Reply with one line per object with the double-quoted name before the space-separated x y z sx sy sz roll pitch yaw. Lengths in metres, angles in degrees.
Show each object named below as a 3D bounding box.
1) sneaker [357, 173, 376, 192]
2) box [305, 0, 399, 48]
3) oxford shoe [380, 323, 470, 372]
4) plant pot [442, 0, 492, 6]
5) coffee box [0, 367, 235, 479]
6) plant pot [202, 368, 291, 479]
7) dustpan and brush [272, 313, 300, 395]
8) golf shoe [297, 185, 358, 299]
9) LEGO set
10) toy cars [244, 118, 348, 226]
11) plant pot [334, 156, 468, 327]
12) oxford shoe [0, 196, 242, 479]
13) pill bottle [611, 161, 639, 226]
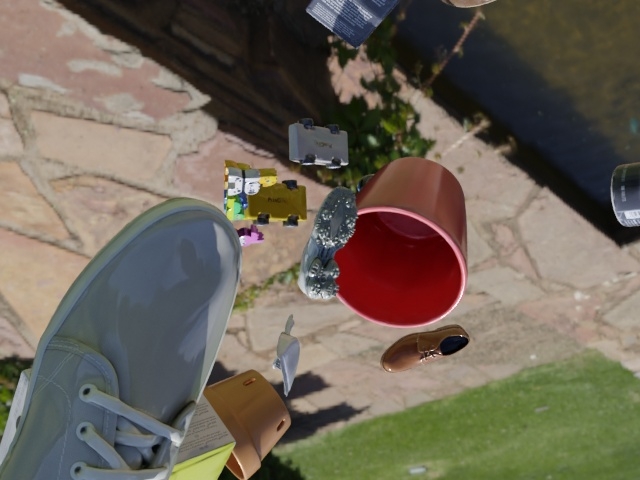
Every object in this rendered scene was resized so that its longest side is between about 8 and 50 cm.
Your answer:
"sneaker" 0.166 -0.132 1.811 0.188 0.067 0.078 -10 171 -28
"box" 0.090 -0.425 1.221 0.108 0.153 0.207 35 146 -10
"oxford shoe" 0.236 0.245 1.787 0.212 0.076 0.076 -22 -171 -3
"plant pot" 0.236 -0.543 1.296 0.215 0.216 0.230 -23 139 22
"coffee box" -0.448 0.465 1.710 0.338 0.334 0.338 -10 137 -44
"plant pot" -0.222 0.508 2.271 0.203 0.291 0.291 -33 154 -23
"dustpan and brush" -0.085 0.269 2.021 0.060 0.211 0.147 9 134 17
"golf shoe" 0.000 0.000 1.212 0.069 0.176 0.086 18 179 -29
"LEGO set" -0.123 -0.081 1.416 0.093 0.087 0.227 -4 149 -10
"toy cars" -0.068 -0.148 1.757 0.087 0.394 0.177 -3 128 39
"plant pot" 0.158 -0.015 1.495 0.274 0.243 0.275 10 128 12
"oxford shoe" -0.177 0.175 0.647 0.169 0.450 0.130 37 166 -38
"pill bottle" 0.712 -0.102 1.556 0.245 0.131 0.130 -7 153 39
